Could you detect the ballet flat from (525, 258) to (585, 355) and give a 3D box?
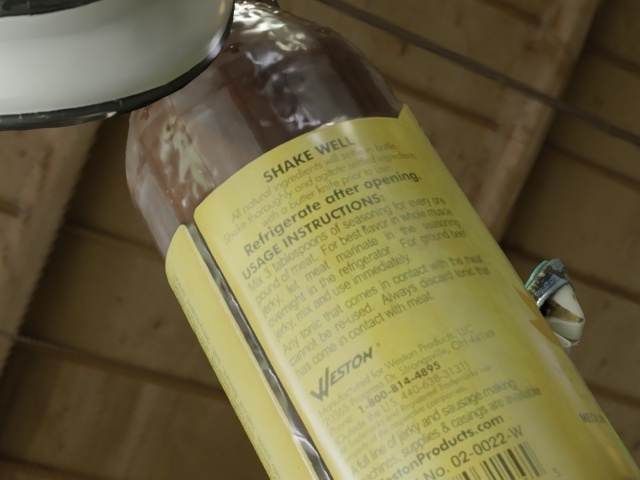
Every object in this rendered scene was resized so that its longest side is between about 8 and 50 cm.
[{"bbox_3d":[0.178,0.074,1.318,0.188,0.070,0.070,-43,-49,-50],"label":"ballet flat"}]

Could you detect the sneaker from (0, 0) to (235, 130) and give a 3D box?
[{"bbox_3d":[-0.119,-0.267,0.558,0.169,0.447,0.257,-10,-47,-10],"label":"sneaker"}]

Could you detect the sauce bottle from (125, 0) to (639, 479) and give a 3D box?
[{"bbox_3d":[0.000,0.000,0.583,0.111,0.344,0.111,-23,-25,-12],"label":"sauce bottle"}]
